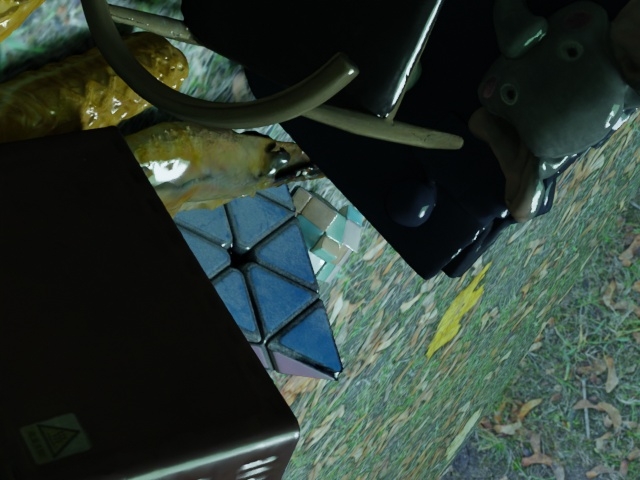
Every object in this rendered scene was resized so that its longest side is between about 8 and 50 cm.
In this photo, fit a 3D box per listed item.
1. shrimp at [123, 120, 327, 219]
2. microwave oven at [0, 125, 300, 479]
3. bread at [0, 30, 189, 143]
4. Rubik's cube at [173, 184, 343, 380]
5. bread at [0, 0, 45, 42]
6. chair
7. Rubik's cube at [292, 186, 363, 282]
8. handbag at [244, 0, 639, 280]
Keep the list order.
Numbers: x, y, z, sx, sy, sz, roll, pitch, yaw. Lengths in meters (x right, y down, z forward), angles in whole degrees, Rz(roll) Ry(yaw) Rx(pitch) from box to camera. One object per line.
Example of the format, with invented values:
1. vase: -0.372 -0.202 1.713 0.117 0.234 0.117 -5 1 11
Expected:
1. shrimp: -0.088 -0.044 1.180 0.117 0.066 0.262 -43 157 31
2. microwave oven: -0.159 0.086 0.874 0.188 0.247 0.178 -15 144 -30
3. bread: -0.137 -0.088 0.970 0.157 0.052 0.044 -33 150 -51
4. Rubik's cube: -0.086 0.039 1.231 0.178 0.190 0.211 9 112 -52
5. bread: -0.163 -0.164 0.638 0.198 0.120 0.236 -49 162 -23
6. chair: 0.000 -0.155 0.971 0.272 0.188 0.166 -11 127 -63
7. Rubik's cube: 0.000 -0.002 1.475 0.075 0.073 0.084 -60 160 21
8. handbag: 0.128 -0.146 1.127 0.326 0.269 0.118 -49 159 19
